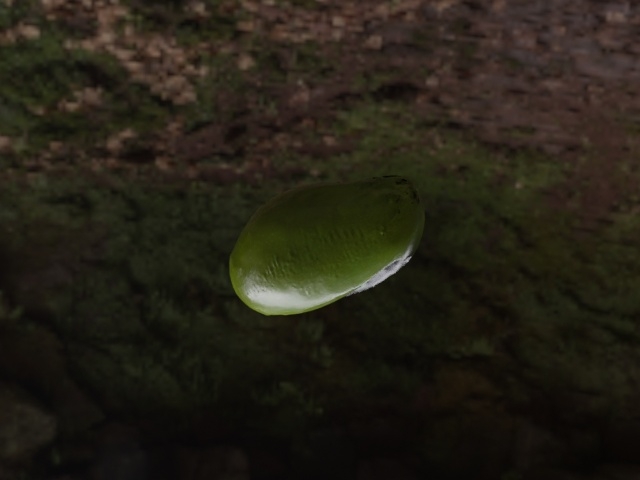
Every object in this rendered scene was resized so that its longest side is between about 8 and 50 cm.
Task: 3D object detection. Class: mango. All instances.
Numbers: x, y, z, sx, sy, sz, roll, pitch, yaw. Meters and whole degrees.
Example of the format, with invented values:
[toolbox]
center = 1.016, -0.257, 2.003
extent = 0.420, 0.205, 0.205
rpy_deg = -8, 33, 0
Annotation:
[mango]
center = 0.000, 0.000, 0.868
extent = 0.165, 0.091, 0.074
rpy_deg = -28, 159, 37
